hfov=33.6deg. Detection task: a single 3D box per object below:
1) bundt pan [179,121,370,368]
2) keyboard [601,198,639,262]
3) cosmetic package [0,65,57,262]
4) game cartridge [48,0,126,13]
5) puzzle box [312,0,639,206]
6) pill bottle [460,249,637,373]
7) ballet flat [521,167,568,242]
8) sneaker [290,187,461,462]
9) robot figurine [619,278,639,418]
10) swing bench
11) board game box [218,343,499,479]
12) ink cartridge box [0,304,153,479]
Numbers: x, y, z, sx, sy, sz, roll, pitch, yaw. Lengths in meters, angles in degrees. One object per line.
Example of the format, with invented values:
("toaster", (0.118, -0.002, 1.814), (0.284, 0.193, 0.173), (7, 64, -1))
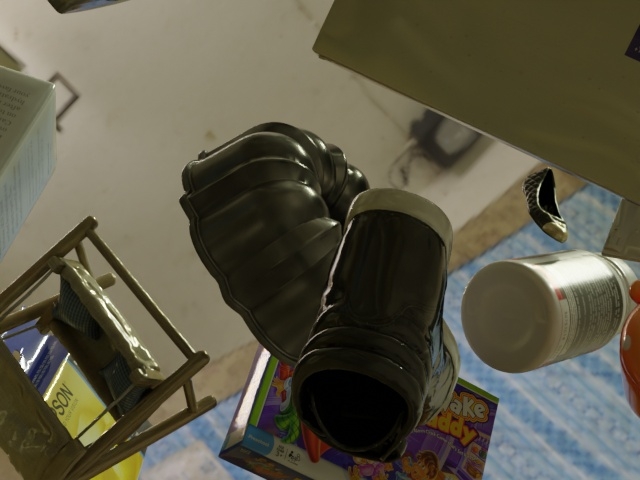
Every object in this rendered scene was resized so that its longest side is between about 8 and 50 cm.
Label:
("bundt pan", (0.000, 0.000, 1.190), (0.331, 0.124, 0.331), (43, 23, -23))
("keyboard", (0.443, -0.068, 1.407), (0.072, 0.256, 0.014), (15, -36, 21))
("cosmetic package", (-0.481, -0.006, 1.147), (0.230, 0.453, 0.161), (19, -38, 1))
("game cartridge", (-0.096, -0.277, 0.677), (0.196, 0.294, 0.060), (54, -32, -14))
("puzzle box", (0.231, -0.194, 0.890), (0.409, 0.272, 0.052), (27, 4, 8))
("pill bottle", (0.350, 0.097, 1.569), (0.283, 0.161, 0.161), (-6, 40, -47))
("ballet flat", (0.341, -0.056, 1.593), (0.057, 0.049, 0.173), (31, 28, -24))
("sneaker", (0.037, 0.104, 0.770), (0.105, 0.146, 0.295), (14, -32, 14))
("robot figurine", (0.379, 0.128, 1.116), (0.128, 0.158, 0.219), (10, -23, 22))
("swing bench", (-0.302, 0.156, 1.282), (0.253, 0.255, 0.165), (46, -21, 23))
("board game box", (0.062, 0.253, 1.439), (0.347, 0.233, 0.078), (28, -33, -15))
("ink cartridge box", (-0.392, 0.266, 1.657), (0.307, 0.072, 0.303), (58, 12, -17))
